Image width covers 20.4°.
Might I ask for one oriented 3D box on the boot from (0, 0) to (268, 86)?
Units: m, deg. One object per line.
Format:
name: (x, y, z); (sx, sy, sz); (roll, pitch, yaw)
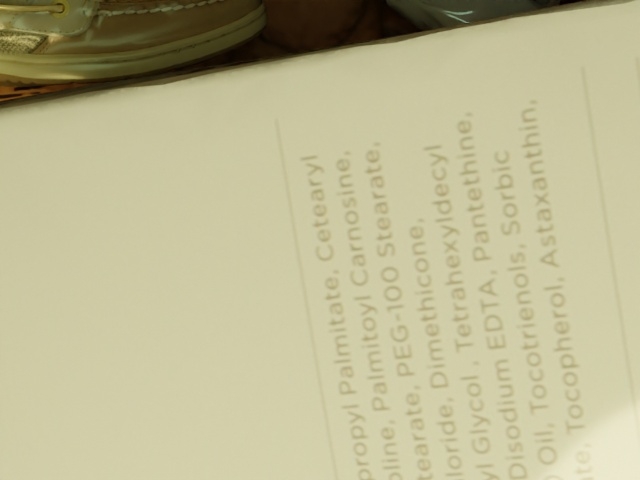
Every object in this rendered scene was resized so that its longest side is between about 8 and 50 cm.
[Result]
boot: (-0.163, -0.190, 0.956); (0.262, 0.095, 0.203); (-2, 108, 0)

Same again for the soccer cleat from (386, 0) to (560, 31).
soccer cleat: (0.050, -0.167, 1.004); (0.196, 0.068, 0.076); (38, 86, -17)

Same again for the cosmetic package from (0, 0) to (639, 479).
cosmetic package: (0.070, 0.063, 0.827); (0.393, 0.329, 0.327); (-8, 96, 23)
